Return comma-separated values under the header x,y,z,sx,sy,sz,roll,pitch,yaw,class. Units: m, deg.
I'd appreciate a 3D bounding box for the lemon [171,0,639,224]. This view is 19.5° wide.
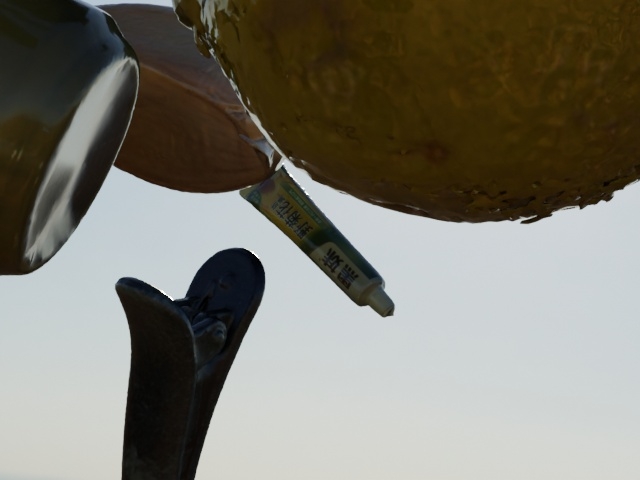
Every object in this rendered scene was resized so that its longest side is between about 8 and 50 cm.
x,y,z,sx,sy,sz,roll,pitch,yaw,class
0.076,-0.134,0.959,0.310,0.258,0.258,-3,-8,1,lemon

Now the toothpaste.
x,y,z,sx,sy,sz,roll,pitch,yaw,class
0.000,0.000,1.596,0.204,0.049,0.031,46,8,35,toothpaste

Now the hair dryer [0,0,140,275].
x,y,z,sx,sy,sz,roll,pitch,yaw,class
-0.096,-0.130,0.517,0.135,0.278,0.090,27,24,8,hair dryer

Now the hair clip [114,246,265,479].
x,y,z,sx,sy,sz,roll,pitch,yaw,class
-0.066,0.117,0.796,0.039,0.229,0.070,21,24,35,hair clip

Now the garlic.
x,y,z,sx,sy,sz,roll,pitch,yaw,class
-0.113,-0.110,1.491,0.245,0.145,0.164,21,6,27,garlic
